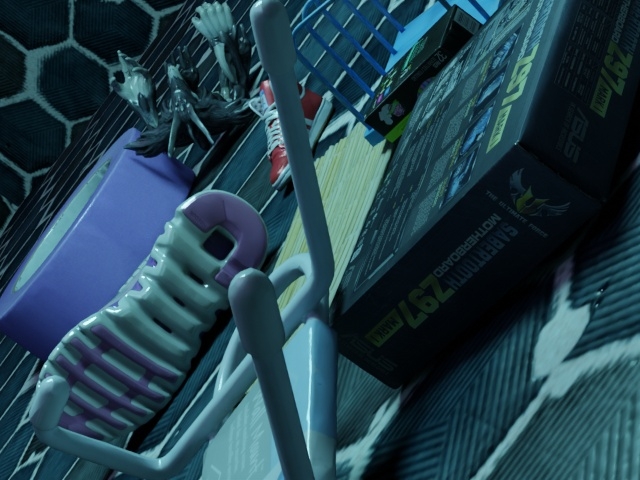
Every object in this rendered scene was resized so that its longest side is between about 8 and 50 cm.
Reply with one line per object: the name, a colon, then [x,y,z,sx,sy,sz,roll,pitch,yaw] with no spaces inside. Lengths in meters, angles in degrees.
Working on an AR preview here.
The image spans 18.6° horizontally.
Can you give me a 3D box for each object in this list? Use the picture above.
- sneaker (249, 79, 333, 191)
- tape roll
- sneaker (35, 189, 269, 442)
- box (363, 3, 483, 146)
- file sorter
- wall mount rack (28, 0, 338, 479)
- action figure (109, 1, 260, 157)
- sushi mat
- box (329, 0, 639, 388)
sneaker: [-0.036,-0.096,1.686,0.042,0.067,0.118,-44,15,42]
tape roll: [-0.257,0.007,2.205,0.275,0.090,0.275,-51,12,15]
sneaker: [-0.133,0.065,1.568,0.236,0.095,0.104,-50,4,-6]
box: [0.079,-0.095,1.242,0.083,0.062,0.052,-44,16,40]
file sorter: [0.060,-0.174,1.403,0.118,0.104,0.170,-35,19,29]
wall mount rack: [-0.048,0.078,0.909,0.304,0.130,0.350,-54,21,32]
action figure: [-0.147,-0.175,2.156,0.164,0.141,0.276,-25,14,9]
sushi mat: [0.000,0.000,1.388,0.151,0.019,0.316,-44,15,36]
box: [0.097,-0.054,1.050,0.183,0.059,0.233,-47,13,41]
